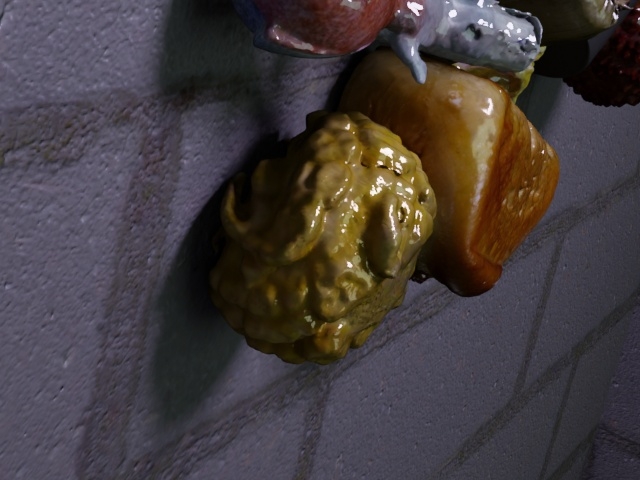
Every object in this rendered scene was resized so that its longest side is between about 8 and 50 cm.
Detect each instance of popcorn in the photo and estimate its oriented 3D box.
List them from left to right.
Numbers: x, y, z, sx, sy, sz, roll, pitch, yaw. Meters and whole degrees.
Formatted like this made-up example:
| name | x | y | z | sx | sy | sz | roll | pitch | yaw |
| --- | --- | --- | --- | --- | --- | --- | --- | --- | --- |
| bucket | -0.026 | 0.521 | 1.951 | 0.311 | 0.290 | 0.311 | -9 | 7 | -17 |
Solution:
| name | x | y | z | sx | sy | sz | roll | pitch | yaw |
| --- | --- | --- | --- | --- | --- | --- | --- | --- | --- |
| popcorn | 0.000 | 0.000 | 1.282 | 0.250 | 0.190 | 0.250 | 23 | 90 | -80 |
| popcorn | 0.199 | -0.231 | 1.601 | 0.126 | 0.126 | 0.145 | -95 | -173 | -49 |

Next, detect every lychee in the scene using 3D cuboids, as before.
| name | x | y | z | sx | sy | sz | roll | pitch | yaw |
| --- | --- | --- | --- | --- | --- | --- | --- | --- | --- |
| lychee | 0.453 | -0.327 | 1.913 | 0.300 | 0.264 | 0.264 | -39 | -178 | 42 |

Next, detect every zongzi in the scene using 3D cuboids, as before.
| name | x | y | z | sx | sy | sz | roll | pitch | yaw |
| --- | --- | --- | --- | --- | --- | --- | --- | --- | --- |
| zongzi | 0.233 | -0.333 | 1.431 | 0.145 | 0.274 | 0.300 | 44 | 62 | -35 |

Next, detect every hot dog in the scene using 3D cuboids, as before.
| name | x | y | z | sx | sy | sz | roll | pitch | yaw |
| --- | --- | --- | --- | --- | --- | --- | --- | --- | --- |
| hot dog | 0.139 | -0.059 | 1.530 | 0.405 | 0.185 | 0.223 | 23 | 86 | -68 |

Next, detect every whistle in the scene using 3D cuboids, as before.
| name | x | y | z | sx | sy | sz | roll | pitch | yaw |
| --- | --- | --- | --- | --- | --- | --- | --- | --- | --- |
| whistle | 0.045 | -0.209 | 1.149 | 0.346 | 0.142 | 0.133 | 11 | 133 | -31 |

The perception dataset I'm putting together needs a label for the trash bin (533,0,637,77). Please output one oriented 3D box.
| name | x | y | z | sx | sy | sz | roll | pitch | yaw |
| --- | --- | --- | --- | --- | --- | --- | --- | --- | --- |
| trash bin | 0.343 | -0.382 | 1.698 | 0.334 | 0.214 | 0.214 | -51 | 152 | -21 |
